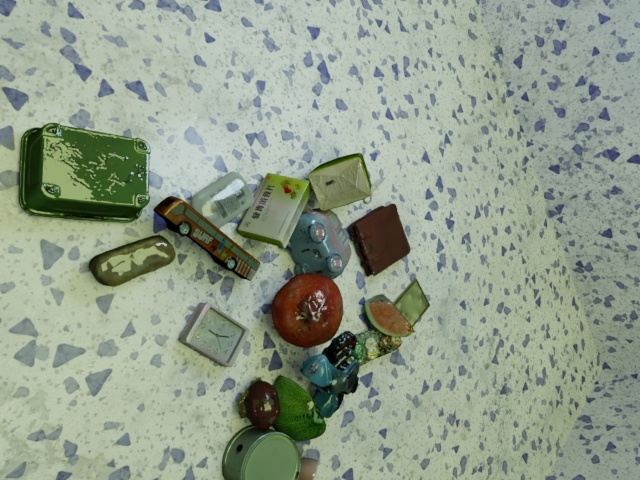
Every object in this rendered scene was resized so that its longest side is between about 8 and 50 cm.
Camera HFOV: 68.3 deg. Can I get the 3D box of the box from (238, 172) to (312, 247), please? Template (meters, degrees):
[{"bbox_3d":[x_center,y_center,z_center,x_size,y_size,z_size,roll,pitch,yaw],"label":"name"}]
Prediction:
[{"bbox_3d":[-0.160,-0.113,1.698,0.062,0.175,0.261,67,42,-59],"label":"box"}]

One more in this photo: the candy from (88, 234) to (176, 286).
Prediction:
[{"bbox_3d":[-0.558,0.058,1.411,0.234,0.104,0.102,-26,106,-37],"label":"candy"}]

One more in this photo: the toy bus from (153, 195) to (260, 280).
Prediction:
[{"bbox_3d":[-0.358,0.002,1.529,0.409,0.093,0.092,45,71,-41],"label":"toy bus"}]

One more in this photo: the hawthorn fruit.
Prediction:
[{"bbox_3d":[-0.050,0.254,1.662,0.275,0.307,0.276,0,93,3],"label":"hawthorn fruit"}]

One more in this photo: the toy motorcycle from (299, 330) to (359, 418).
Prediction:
[{"bbox_3d":[0.019,0.512,1.713,0.232,0.172,0.416,-25,136,-41],"label":"toy motorcycle"}]

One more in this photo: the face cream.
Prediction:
[{"bbox_3d":[-0.362,-0.111,1.602,0.291,0.071,0.144,-42,111,-30],"label":"face cream"}]

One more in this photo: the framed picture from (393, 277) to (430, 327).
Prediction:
[{"bbox_3d":[0.425,0.309,2.217,0.231,0.010,0.173,-40,109,-34],"label":"framed picture"}]

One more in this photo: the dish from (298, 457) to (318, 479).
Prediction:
[{"bbox_3d":[-0.091,0.863,1.670,0.090,0.213,0.213,25,66,2],"label":"dish"}]

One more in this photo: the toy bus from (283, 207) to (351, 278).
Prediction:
[{"bbox_3d":[0.000,0.000,1.813,0.232,0.197,0.294,-45,112,-43],"label":"toy bus"}]

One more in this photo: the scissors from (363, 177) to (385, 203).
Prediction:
[{"bbox_3d":[0.240,-0.238,2.127,0.176,0.022,0.085,-40,107,-31],"label":"scissors"}]

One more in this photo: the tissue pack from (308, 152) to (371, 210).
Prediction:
[{"bbox_3d":[0.083,-0.232,1.810,0.275,0.200,0.167,-61,133,-75],"label":"tissue pack"}]

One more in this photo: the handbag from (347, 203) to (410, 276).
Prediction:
[{"bbox_3d":[0.263,-0.005,2.086,0.275,0.084,0.260,-28,105,-36],"label":"handbag"}]

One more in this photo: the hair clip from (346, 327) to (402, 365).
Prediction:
[{"bbox_3d":[0.243,0.440,2.006,0.321,0.091,0.138,-11,89,-40],"label":"hair clip"}]

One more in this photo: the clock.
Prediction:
[{"bbox_3d":[-0.350,0.316,1.570,0.197,0.063,0.150,41,61,-28],"label":"clock"}]

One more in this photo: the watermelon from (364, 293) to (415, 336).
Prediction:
[{"bbox_3d":[0.295,0.325,2.045,0.231,0.128,0.146,50,12,1],"label":"watermelon"}]

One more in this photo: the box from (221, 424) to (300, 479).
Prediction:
[{"bbox_3d":[-0.196,0.750,1.586,0.226,0.149,0.226,6,80,-38],"label":"box"}]

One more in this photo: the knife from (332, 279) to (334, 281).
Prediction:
[{"bbox_3d":[0.045,0.123,1.936,0.030,0.014,0.207,-3,86,-37],"label":"knife"}]

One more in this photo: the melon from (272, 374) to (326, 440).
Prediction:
[{"bbox_3d":[-0.086,0.629,1.674,0.129,0.169,0.265,-35,105,-34],"label":"melon"}]

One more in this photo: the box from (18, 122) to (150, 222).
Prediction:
[{"bbox_3d":[-0.644,-0.187,1.323,0.328,0.177,0.253,2,85,-38],"label":"box"}]

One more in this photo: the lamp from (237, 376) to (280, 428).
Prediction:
[{"bbox_3d":[-0.210,0.561,1.602,0.134,0.157,0.156,-8,96,-20],"label":"lamp"}]
